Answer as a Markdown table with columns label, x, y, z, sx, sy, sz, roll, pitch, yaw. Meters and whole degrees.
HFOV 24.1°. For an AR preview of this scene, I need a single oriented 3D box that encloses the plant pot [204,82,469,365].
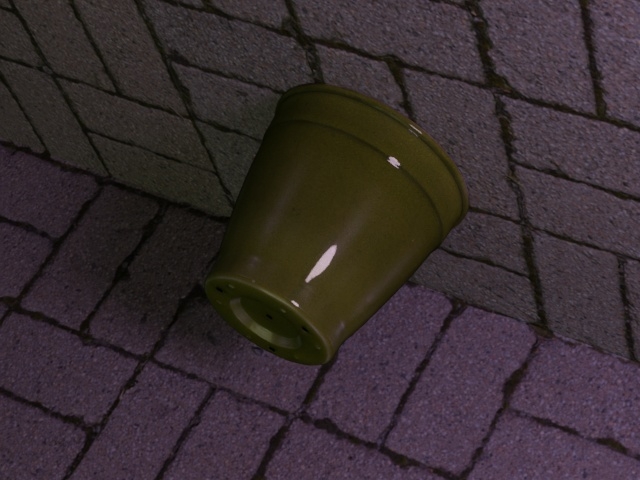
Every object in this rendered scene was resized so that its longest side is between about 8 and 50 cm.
| label | x | y | z | sx | sy | sz | roll | pitch | yaw |
| --- | --- | --- | --- | --- | --- | --- | --- | --- | --- |
| plant pot | 0.000 | 0.000 | 2.425 | 0.367 | 0.353 | 0.366 | 26 | 155 | 13 |
